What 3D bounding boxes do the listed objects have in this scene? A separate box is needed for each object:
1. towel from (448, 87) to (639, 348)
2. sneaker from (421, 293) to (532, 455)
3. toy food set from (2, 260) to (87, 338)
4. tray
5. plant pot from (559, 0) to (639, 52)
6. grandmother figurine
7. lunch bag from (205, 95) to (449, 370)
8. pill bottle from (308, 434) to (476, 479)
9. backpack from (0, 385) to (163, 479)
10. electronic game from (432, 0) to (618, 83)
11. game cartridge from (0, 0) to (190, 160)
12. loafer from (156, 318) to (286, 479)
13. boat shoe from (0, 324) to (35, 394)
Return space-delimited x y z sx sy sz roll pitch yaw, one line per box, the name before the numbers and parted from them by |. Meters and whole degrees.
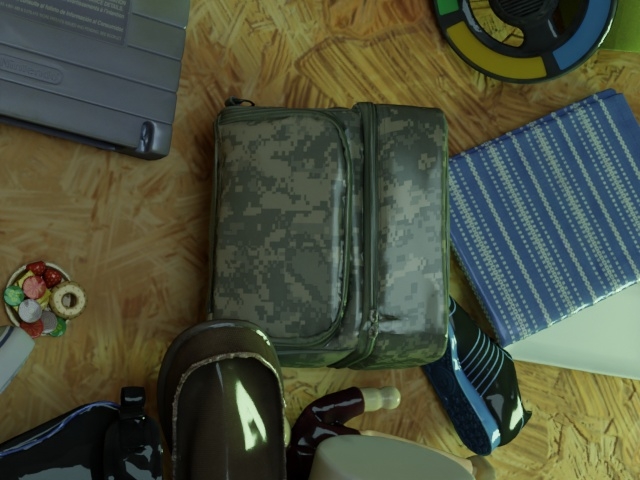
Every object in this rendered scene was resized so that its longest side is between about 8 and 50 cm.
towel | 0.300 -0.035 1.832 0.336 0.040 0.243 -23 81 -25
sneaker | 0.177 0.139 1.762 0.090 0.081 0.232 -30 102 -34
toy food set | -0.295 0.063 1.560 0.083 0.020 0.082 49 67 -15
tray | 0.343 0.097 1.870 0.270 0.030 0.145 11 79 -25
plant pot | 0.395 -0.384 1.841 0.275 0.275 0.293 0 101 -26
grandmother figurine | 0.026 0.259 1.663 0.342 0.104 0.208 24 65 -19
lunch bag | 0.000 0.000 1.620 0.256 0.212 0.305 3 83 -10
pill bottle | 0.041 0.402 1.537 0.204 0.204 0.361 8 102 -26
backpack | -0.257 0.317 1.450 0.276 0.213 0.263 -25 89 -19
electronic game | 0.246 -0.303 1.776 0.229 0.229 0.048 66 25 -6
game cartridge | -0.308 -0.233 1.548 0.355 0.068 0.230 14 74 -33
loafer | -0.085 0.250 1.500 0.134 0.130 0.366 -9 119 -13
boat shoe | -0.411 0.182 1.445 0.094 0.109 0.302 46 69 -8
